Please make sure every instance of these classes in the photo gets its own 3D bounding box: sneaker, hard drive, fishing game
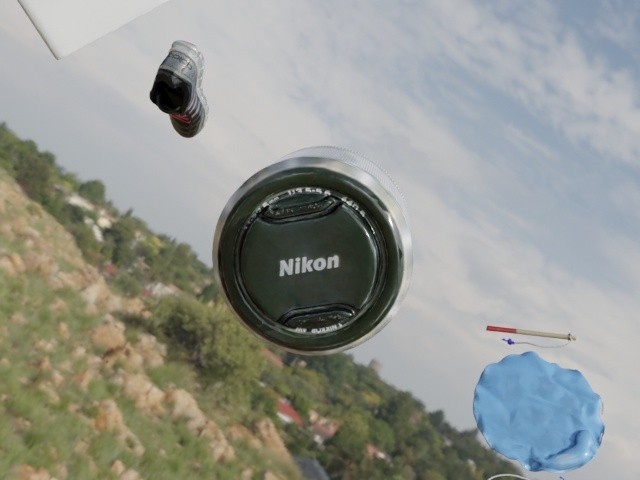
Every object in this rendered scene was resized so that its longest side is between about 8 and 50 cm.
[{"bbox_3d":[-0.195,-0.190,1.090,0.063,0.075,0.170,28,-31,9],"label":"sneaker"},{"bbox_3d":[-0.429,-0.503,1.322,0.047,0.233,0.353,55,-7,48],"label":"hard drive"},{"bbox_3d":[0.307,0.242,1.134,0.189,0.264,0.041,5,-37,2],"label":"fishing game"}]

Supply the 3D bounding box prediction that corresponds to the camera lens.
[{"bbox_3d":[0.000,0.000,0.965,0.219,0.219,0.274,33,12,-2],"label":"camera lens"}]
